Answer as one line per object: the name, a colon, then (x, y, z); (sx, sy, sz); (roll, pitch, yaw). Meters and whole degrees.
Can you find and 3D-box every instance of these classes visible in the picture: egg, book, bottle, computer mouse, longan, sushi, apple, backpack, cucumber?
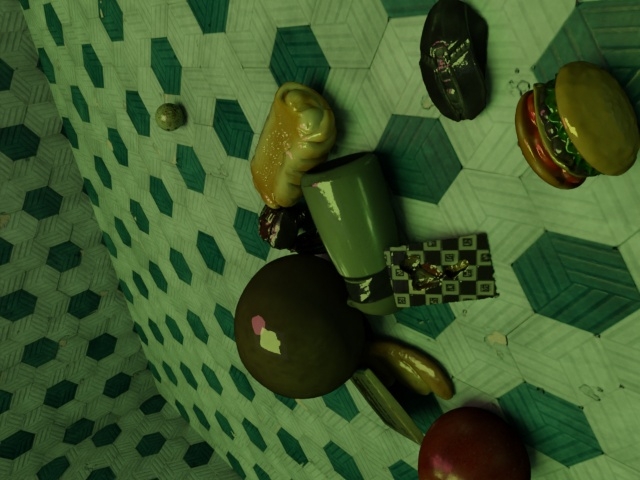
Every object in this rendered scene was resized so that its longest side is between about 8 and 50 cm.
egg: (-0.482, -0.390, 1.432); (0.110, 0.085, 0.085); (-9, 106, 65)
book: (0.148, 0.410, 1.163); (0.215, 0.025, 0.282); (51, 165, 6)
bottle: (0.089, -0.003, 0.951); (0.168, 0.168, 0.346); (0, 117, 50)
computer mouse: (0.207, -0.282, 0.711); (0.106, 0.062, 0.192); (4, 114, 49)
longan: (-0.049, 0.212, 1.108); (0.361, 0.361, 0.360); (28, 132, 36)
sushi: (0.235, 0.057, 0.881); (0.201, 0.031, 0.139); (-9, 109, 20)
apple: (0.319, 0.470, 0.951); (0.218, 0.201, 0.218); (28, 136, 30)
backpack: (-0.112, -0.044, 1.174); (0.165, 0.106, 0.120); (26, 102, 59)
cucumber: (-0.001, -0.001, 1.123); (0.241, 0.074, 0.074); (-21, 96, 60)

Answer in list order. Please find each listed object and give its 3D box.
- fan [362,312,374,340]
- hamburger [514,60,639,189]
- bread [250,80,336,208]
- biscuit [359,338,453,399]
fan: (0.032, 0.219, 1.279); (0.294, 0.012, 0.223); (-5, 108, 50)
hamburger: (0.329, -0.147, 0.581); (0.115, 0.162, 0.162); (-25, 93, 54)
bread: (-0.066, -0.205, 1.031); (0.172, 0.121, 0.311); (56, 143, 16)
biscuit: (0.183, 0.318, 1.131); (0.299, 0.045, 0.154); (-13, 108, 51)
